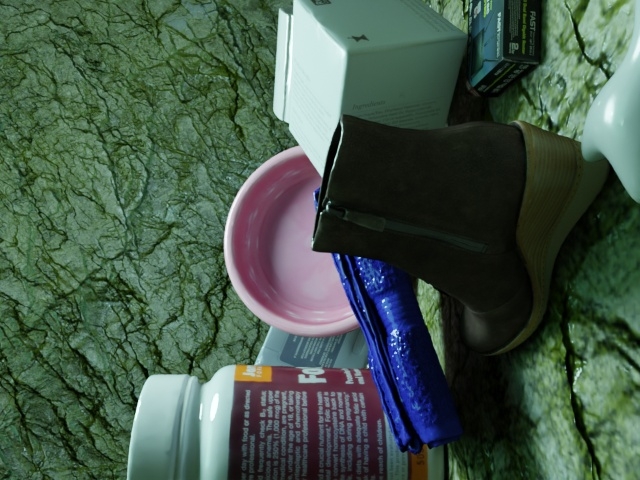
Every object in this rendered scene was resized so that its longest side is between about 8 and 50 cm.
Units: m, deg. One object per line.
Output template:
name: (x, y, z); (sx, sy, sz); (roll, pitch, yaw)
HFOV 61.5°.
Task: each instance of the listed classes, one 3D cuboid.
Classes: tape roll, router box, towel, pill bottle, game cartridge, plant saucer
tape roll: (0.045, -0.293, 0.914); (0.246, 0.246, 0.169); (-97, 12, -60)
router box: (0.183, -0.219, 0.545); (0.092, 0.038, 0.122); (141, 132, -81)
towel: (0.074, 0.085, 0.627); (0.227, 0.076, 0.308); (62, -170, -68)
pill bottle: (-0.048, 0.290, 0.755); (0.224, 0.392, 0.224); (-176, 90, -84)
game cartridge: (0.017, 0.148, 1.001); (0.060, 0.196, 0.294); (67, -134, -87)
plant saucer: (0.000, 0.000, 0.930); (0.084, 0.332, 0.332); (35, -124, -71)

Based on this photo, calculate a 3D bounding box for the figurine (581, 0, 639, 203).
figurine: (0.190, -0.096, 0.230); (0.215, 0.092, 0.209); (-97, 8, -63)

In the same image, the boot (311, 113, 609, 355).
boot: (0.094, 0.006, 0.456); (0.090, 0.207, 0.248); (-93, 9, -47)

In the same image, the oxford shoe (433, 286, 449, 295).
oxford shoe: (0.150, 0.009, 0.634); (0.096, 0.083, 0.227); (-54, -6, -3)

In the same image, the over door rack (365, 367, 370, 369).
over door rack: (0.035, 0.406, 1.132); (0.239, 0.108, 0.324); (-139, 73, -82)

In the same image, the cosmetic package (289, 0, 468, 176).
cosmetic package: (0.058, -0.187, 0.658); (0.183, 0.151, 0.151); (96, 152, -45)
